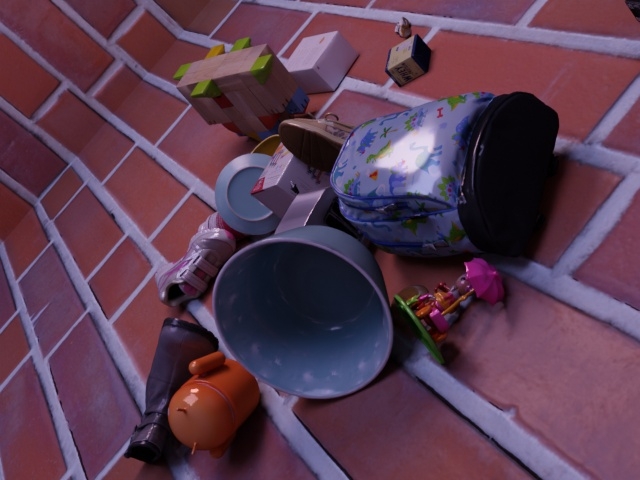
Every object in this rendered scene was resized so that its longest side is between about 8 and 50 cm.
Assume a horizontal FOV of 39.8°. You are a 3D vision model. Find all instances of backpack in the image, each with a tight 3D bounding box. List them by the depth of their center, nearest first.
[{"bbox_3d":[0.190,-0.105,1.520,0.355,0.273,0.290,-19,46,60],"label":"backpack"}]

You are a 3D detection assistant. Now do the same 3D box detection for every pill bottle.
[{"bbox_3d":[-0.219,-0.036,2.107,0.152,0.086,0.086,-22,38,38],"label":"pill bottle"}]

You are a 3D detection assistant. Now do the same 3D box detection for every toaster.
[{"bbox_3d":[0.000,0.000,1.677,0.110,0.185,0.168,-11,45,53],"label":"toaster"}]

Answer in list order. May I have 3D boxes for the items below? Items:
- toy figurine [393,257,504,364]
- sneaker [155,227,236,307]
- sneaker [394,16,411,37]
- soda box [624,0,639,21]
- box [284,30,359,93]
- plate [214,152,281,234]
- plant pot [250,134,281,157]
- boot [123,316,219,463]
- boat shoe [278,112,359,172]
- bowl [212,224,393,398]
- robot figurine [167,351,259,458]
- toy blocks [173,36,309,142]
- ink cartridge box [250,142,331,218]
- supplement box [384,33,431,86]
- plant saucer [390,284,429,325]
[{"bbox_3d":[0.212,0.094,1.392,0.159,0.130,0.173,-35,5,-3],"label":"toy figurine"},{"bbox_3d":[-0.289,0.074,2.072,0.252,0.103,0.111,-42,33,24],"label":"sneaker"},{"bbox_3d":[0.201,-0.517,2.181,0.037,0.032,0.083,-45,21,35],"label":"sneaker"},{"bbox_3d":[0.596,-0.397,1.483,0.060,0.053,0.169,-48,30,0],"label":"soda box"},{"bbox_3d":[-0.005,-0.465,2.324,0.170,0.091,0.130,9,62,57],"label":"box"},{"bbox_3d":[-0.151,-0.107,2.016,0.188,0.188,0.024,-48,-4,1],"label":"plate"},{"bbox_3d":[-0.108,-0.171,2.110,0.134,0.095,0.134,-33,34,25],"label":"plant pot"},{"bbox_3d":[-0.293,0.303,1.697,0.338,0.118,0.223,109,-179,-57],"label":"boot"},{"bbox_3d":[0.051,-0.197,1.829,0.285,0.105,0.089,21,53,13],"label":"boat shoe"},{"bbox_3d":[-0.010,0.098,1.507,0.311,0.312,0.163,-30,14,30],"label":"bowl"},{"bbox_3d":[-0.192,0.292,1.592,0.158,0.128,0.219,-63,-10,25],"label":"robot figurine"},{"bbox_3d":[-0.183,-0.359,2.291,0.381,0.261,0.191,-2,50,43],"label":"toy blocks"},{"bbox_3d":[-0.041,-0.146,1.947,0.128,0.127,0.176,-13,44,58],"label":"ink cartridge box"},{"bbox_3d":[0.201,-0.413,2.024,0.083,0.056,0.083,-24,37,36],"label":"supplement box"},{"bbox_3d":[0.149,0.108,1.521,0.083,0.015,0.083,-33,32,25],"label":"plant saucer"}]
